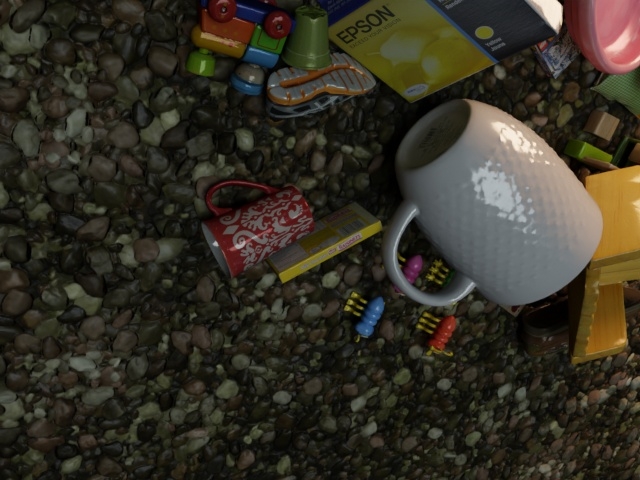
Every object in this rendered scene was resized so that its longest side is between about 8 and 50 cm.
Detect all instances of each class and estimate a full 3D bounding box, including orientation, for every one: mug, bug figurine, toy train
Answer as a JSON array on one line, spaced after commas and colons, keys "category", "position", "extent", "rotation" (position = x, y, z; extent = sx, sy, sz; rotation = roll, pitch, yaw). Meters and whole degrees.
[{"category": "mug", "position": [-0.109, -0.034, 1.131], "extent": [0.169, 0.113, 0.150], "rotation": [-27, 121, -16]}, {"category": "bug figurine", "position": [0.197, 0.132, 1.358], "extent": [0.279, 0.072, 0.216], "rotation": [16, 104, -28]}, {"category": "mug", "position": [0.269, -0.048, 1.195], "extent": [0.328, 0.276, 0.374], "rotation": [41, 89, -26]}, {"category": "toy train", "position": [-0.174, -0.315, 0.996], "extent": [0.248, 0.105, 0.143], "rotation": [9, 121, -27]}]

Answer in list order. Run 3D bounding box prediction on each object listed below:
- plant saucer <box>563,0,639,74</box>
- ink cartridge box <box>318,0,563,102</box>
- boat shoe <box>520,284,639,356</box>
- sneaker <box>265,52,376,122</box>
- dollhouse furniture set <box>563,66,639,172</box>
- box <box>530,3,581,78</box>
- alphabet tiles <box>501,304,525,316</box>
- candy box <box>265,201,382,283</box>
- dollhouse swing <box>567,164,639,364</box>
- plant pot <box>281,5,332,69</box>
[{"category": "plant saucer", "position": [0.547, -0.474, 1.207], "extent": [0.332, 0.084, 0.331], "rotation": [-18, 118, -37]}, {"category": "ink cartridge box", "position": [0.150, -0.359, 1.010], "extent": [0.307, 0.304, 0.072], "rotation": [27, 65, -32]}, {"category": "boat shoe", "position": [0.611, 0.188, 1.555], "extent": [0.308, 0.110, 0.104], "rotation": [-13, 120, -8]}, {"category": "sneaker", "position": [-0.004, -0.253, 1.109], "extent": [0.215, 0.084, 0.083], "rotation": [-16, 157, -29]}, {"category": "dollhouse furniture set", "position": [0.672, -0.271, 1.353], "extent": [0.198, 0.151, 0.301], "rotation": [17, 103, -29]}, {"category": "box", "position": [0.476, -0.397, 1.285], "extent": [0.137, 0.027, 0.094], "rotation": [-46, 123, -1]}, {"category": "alphabet tiles", "position": [0.448, 0.034, 1.462], "extent": [0.198, 0.009, 0.237], "rotation": [34, 93, -32]}, {"category": "candy box", "position": [0.000, 0.000, 1.194], "extent": [0.206, 0.105, 0.027], "rotation": [-28, 120, -11]}, {"category": "dollhouse swing", "position": [0.672, 0.058, 1.326], "extent": [0.305, 0.315, 0.346], "rotation": [4, 138, 15]}, {"category": "plant pot", "position": [-0.018, -0.325, 1.049], "extent": [0.083, 0.083, 0.079], "rotation": [-10, 134, -20]}]
